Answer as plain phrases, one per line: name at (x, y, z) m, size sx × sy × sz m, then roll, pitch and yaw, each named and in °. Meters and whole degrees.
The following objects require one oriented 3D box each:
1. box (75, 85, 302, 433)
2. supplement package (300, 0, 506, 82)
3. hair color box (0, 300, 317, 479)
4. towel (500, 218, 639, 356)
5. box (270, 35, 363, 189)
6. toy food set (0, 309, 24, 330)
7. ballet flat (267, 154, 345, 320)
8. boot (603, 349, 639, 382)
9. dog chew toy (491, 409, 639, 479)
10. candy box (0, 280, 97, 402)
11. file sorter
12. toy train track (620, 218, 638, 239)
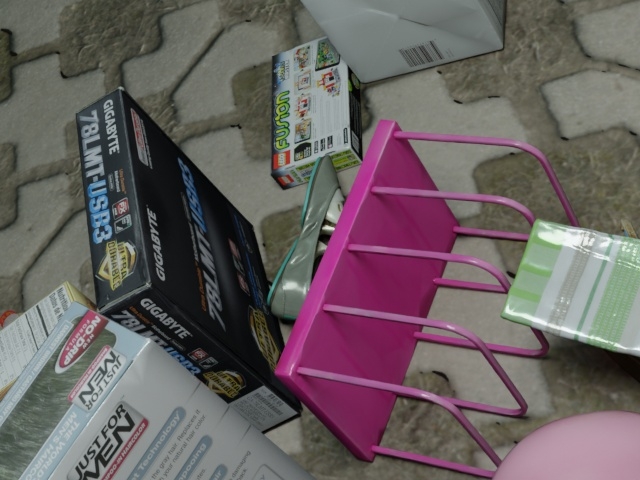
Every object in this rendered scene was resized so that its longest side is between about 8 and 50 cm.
box at (-0.144, 0.025, 1.374) m, size 0.073 × 0.293 × 0.296 m, roll -28°, pitch 47°, yaw 12°
supplement package at (0.109, -0.373, 1.571) m, size 0.199 × 0.198 × 0.263 m, roll -11°, pitch 53°, yaw 27°
hair color box at (-0.138, 0.235, 1.158) m, size 0.113 × 0.374 × 0.185 m, roll 22°, pitch 71°, yaw 41°
towel at (0.248, 0.040, 1.127) m, size 0.152 × 0.023 × 0.113 m, roll 14°, pitch 62°, yaw 21°
box at (-0.006, -0.170, 1.608) m, size 0.114 × 0.036 × 0.207 m, roll -17°, pitch 50°, yaw 22°
toy food set at (-0.407, 0.128, 1.658) m, size 0.083 × 0.020 × 0.083 m, roll -6°, pitch 55°, yaw 30°
ballet flat at (0.000, 0.000, 1.471) m, size 0.068 × 0.072 × 0.213 m, roll 15°, pitch 65°, yaw 9°
boot at (0.383, 0.051, 1.142) m, size 0.283 × 0.109 × 0.220 m, roll 31°, pitch 79°, yaw 40°
dog chew toy at (0.241, 0.308, 0.995) m, size 0.206 × 0.206 × 0.332 m, roll -18°, pitch 58°, yaw 21°
candy box at (-0.331, 0.205, 1.355) m, size 0.316 × 0.183 × 0.087 m, roll -37°, pitch 46°, yaw 3°
file sorter at (0.123, 0.061, 1.245) m, size 0.182 × 0.202 × 0.291 m, roll 7°, pitch 62°, yaw 33°
toy train track at (0.317, 0.010, 1.280) m, size 0.048 × 0.014 × 0.083 m, roll 5°, pitch 40°, yaw -11°
